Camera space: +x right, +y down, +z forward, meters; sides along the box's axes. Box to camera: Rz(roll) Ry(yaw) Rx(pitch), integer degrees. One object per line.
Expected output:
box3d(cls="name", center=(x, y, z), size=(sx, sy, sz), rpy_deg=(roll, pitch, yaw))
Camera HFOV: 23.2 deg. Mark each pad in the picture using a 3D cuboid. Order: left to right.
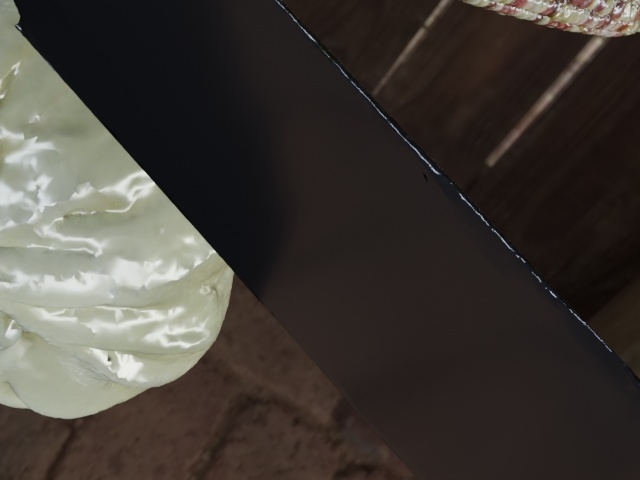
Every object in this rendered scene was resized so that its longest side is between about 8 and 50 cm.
box3d(cls="pad", center=(0.000, 0.000, 0.469), size=(0.007, 0.247, 0.367), rpy_deg=(-39, 76, -15))

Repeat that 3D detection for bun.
box3d(cls="bun", center=(-0.150, -0.024, 0.750), size=(0.259, 0.259, 0.160), rpy_deg=(32, 38, -7))

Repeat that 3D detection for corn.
box3d(cls="corn", center=(0.146, -0.188, 1.063), size=(0.237, 0.079, 0.079), rpy_deg=(8, 50, -43))
